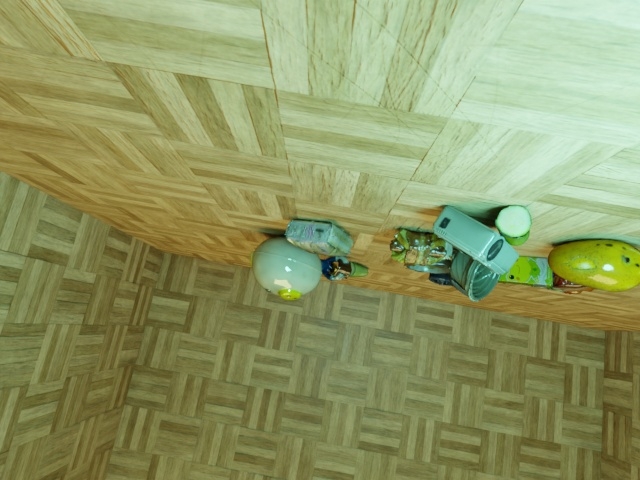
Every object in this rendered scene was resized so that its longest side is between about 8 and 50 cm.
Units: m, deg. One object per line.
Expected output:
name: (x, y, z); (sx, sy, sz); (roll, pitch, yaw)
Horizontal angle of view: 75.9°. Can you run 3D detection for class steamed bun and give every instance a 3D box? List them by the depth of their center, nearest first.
steamed bun: (-0.168, 0.133, 2.075); (0.334, 0.333, 0.374); (1, 159, 39)

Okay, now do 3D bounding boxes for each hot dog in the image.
hot dog: (0.369, 0.031, 1.552); (0.213, 0.146, 0.103); (4, -167, 11)

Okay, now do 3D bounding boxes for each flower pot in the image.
flower pot: (0.599, 0.108, 1.602); (0.141, 0.235, 0.236); (30, -176, 42)

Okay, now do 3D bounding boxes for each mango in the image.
mango: (0.866, 0.074, 1.316); (0.191, 0.159, 0.290); (10, 179, -29)

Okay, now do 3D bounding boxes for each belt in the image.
belt: (0.656, 0.197, 2.204); (0.142, 0.082, 0.190); (12, 168, 20)

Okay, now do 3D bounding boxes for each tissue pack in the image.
tissue pack: (0.000, 0.000, 1.755); (0.215, 0.122, 0.257); (7, 167, 24)

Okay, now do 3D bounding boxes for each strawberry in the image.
strawberry: (1.020, 0.152, 1.661); (0.175, 0.097, 0.228); (11, 165, -8)

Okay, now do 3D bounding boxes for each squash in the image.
squash: (0.567, -0.034, 1.205); (0.095, 0.095, 0.188); (5, 170, 26)
squash: (0.239, 0.187, 2.549); (0.094, 0.094, 0.224); (0, 173, 39)

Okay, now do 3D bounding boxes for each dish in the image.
dish: (0.500, 0.089, 1.830); (0.228, 0.086, 0.236); (17, 166, -32)

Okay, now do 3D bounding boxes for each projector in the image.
projector: (0.477, 0.008, 1.262); (0.257, 0.099, 0.192); (24, -169, -49)

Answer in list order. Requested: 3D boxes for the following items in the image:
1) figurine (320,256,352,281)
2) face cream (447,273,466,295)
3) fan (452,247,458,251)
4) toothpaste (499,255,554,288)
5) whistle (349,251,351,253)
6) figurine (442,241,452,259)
figurine: (0.050, 0.142, 2.391); (0.284, 0.204, 0.338); (0, 178, 13)
face cream: (0.633, 0.182, 1.869); (0.136, 0.086, 0.385); (41, -166, 4)
fan: (0.515, 0.031, 1.715); (0.193, 0.016, 0.038); (9, 171, 13)
toothpaste: (0.777, 0.122, 1.689); (0.328, 0.110, 0.077); (4, 168, 29)
whistle: (0.122, 0.050, 2.107); (0.083, 0.029, 0.033); (23, -160, -29)
figurine: (0.443, 0.044, 1.638); (0.146, 0.098, 0.081); (-2, 175, 41)
